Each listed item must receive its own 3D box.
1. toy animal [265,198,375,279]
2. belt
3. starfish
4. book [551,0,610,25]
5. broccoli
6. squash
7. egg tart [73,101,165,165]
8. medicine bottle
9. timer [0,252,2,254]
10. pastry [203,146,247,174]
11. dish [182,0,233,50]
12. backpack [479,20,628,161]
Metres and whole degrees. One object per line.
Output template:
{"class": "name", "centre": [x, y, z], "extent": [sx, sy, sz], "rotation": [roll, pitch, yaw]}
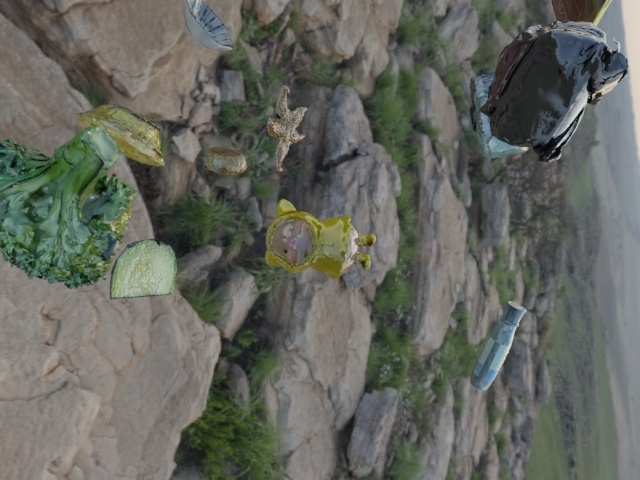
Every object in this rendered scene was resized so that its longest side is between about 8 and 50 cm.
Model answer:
{"class": "toy animal", "centre": [-0.002, 0.005, 1.015], "extent": [0.156, 0.229, 0.156], "rotation": [-167, -90, -88]}
{"class": "belt", "centre": [0.502, -0.354, 1.328], "extent": [0.207, 0.150, 0.258], "rotation": [49, 35, -59]}
{"class": "starfish", "centre": [-0.093, -0.304, 1.302], "extent": [0.227, 0.043, 0.241], "rotation": [-32, 141, -55]}
{"class": "book", "centre": [0.743, -0.728, 1.286], "extent": [0.374, 0.028, 0.263], "rotation": [88, 0, -64]}
{"class": "broccoli", "centre": [-0.296, -0.055, 0.544], "extent": [0.194, 0.194, 0.220], "rotation": [-21, 78, -54]}
{"class": "squash", "centre": [-0.498, 0.093, 1.374], "extent": [0.085, 0.191, 0.184], "rotation": [85, 3, -62]}
{"class": "egg tart", "centre": [-0.382, -0.211, 0.922], "extent": [0.191, 0.191, 0.074], "rotation": [32, 78, -48]}
{"class": "medicine bottle", "centre": [0.403, 0.239, 1.074], "extent": [0.090, 0.053, 0.209], "rotation": [-13, 126, -61]}
{"class": "timer", "centre": [-0.635, -0.034, 1.009], "extent": [0.099, 0.136, 0.136], "rotation": [27, 54, -5]}
{"class": "pastry", "centre": [-0.330, -0.273, 1.627], "extent": [0.153, 0.153, 0.081], "rotation": [-8, 119, -55]}
{"class": "dish", "centre": [-0.347, -0.626, 1.393], "extent": [0.190, 0.066, 0.191], "rotation": [44, 26, -29]}
{"class": "backpack", "centre": [0.229, -0.163, 0.480], "extent": [0.165, 0.105, 0.120], "rotation": [-52, 167, -54]}
